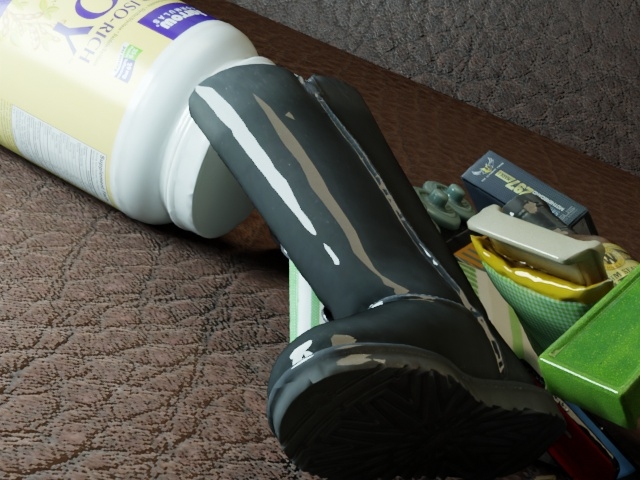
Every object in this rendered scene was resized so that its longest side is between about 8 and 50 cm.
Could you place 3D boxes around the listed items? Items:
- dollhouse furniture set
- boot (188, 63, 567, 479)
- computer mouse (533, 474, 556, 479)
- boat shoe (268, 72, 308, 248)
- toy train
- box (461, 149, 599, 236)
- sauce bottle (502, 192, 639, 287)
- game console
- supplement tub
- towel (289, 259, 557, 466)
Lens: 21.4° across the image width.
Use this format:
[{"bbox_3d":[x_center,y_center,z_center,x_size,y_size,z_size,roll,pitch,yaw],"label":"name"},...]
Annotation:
[{"bbox_3d":[0.233,0.110,1.547,0.301,0.151,0.197,23,-32,47],"label":"dollhouse furniture set"},{"bbox_3d":[0.001,0.001,1.535,0.367,0.146,0.445,22,34,-53],"label":"boot"},{"bbox_3d":[0.266,0.258,1.482,0.184,0.060,0.262,31,28,16],"label":"computer mouse"},{"bbox_3d":[-0.008,-0.069,1.879,0.094,0.109,0.302,35,-22,25],"label":"boat shoe"},{"bbox_3d":[0.149,0.034,1.963,0.190,0.142,0.334,36,17,11],"label":"toy train"},{"bbox_3d":[0.287,0.011,2.138,0.183,0.059,0.232,37,-16,43],"label":"box"},{"bbox_3d":[0.316,0.070,1.848,0.111,0.111,0.344,7,29,-46],"label":"sauce bottle"},{"bbox_3d":[0.251,0.174,1.620,0.085,0.124,0.144,-31,63,-22],"label":"game console"},{"bbox_3d":[-0.215,-0.164,1.896,0.331,0.241,0.241,28,15,20],"label":"supplement tub"},{"bbox_3d":[0.118,0.101,1.707,0.325,0.038,0.248,20,38,-17],"label":"towel"}]
